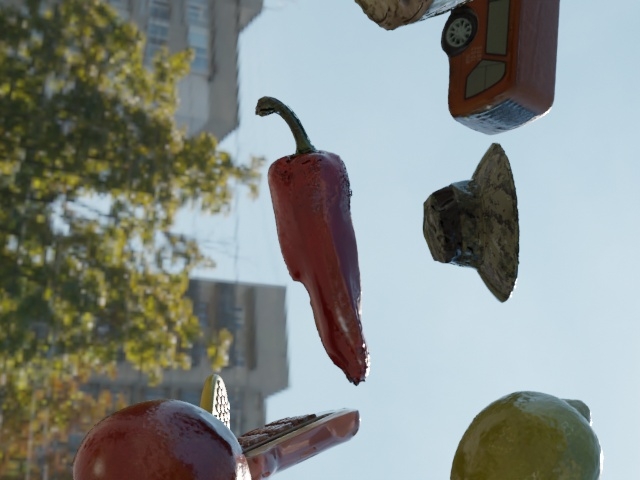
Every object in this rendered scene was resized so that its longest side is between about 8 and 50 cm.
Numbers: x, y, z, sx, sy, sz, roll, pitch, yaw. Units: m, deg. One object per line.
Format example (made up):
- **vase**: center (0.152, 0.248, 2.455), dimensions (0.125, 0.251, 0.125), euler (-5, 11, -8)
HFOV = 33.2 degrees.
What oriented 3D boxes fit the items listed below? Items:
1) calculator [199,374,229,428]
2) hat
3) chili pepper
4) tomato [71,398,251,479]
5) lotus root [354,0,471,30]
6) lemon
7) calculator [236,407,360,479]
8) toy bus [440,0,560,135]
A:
- **calculator**: center (-0.177, 0.333, 1.778), dimensions (0.146, 0.032, 0.235), euler (78, 9, -49)
- **hat**: center (0.233, -0.025, 1.728), dimensions (0.265, 0.128, 0.266), euler (175, -90, -87)
- **chili pepper**: center (0.000, 0.000, 1.370), dimensions (0.110, 0.110, 0.388), euler (4, -72, 63)
- **tomato**: center (-0.171, 0.268, 1.273), dimensions (0.200, 0.233, 0.140), euler (36, -89, 26)
- **lotus root**: center (0.082, -0.224, 0.831), dimensions (0.159, 0.135, 0.095), euler (47, -29, 48)
- **lemon**: center (0.256, 0.297, 1.369), dimensions (0.248, 0.184, 0.184), euler (-51, -154, -10)
- **calculator**: center (-0.075, 0.301, 1.569), dimensions (0.329, 0.220, 0.048), euler (-22, -90, 64)
- **toy bus**: center (0.182, -0.310, 1.046), dimensions (0.092, 0.093, 0.409), euler (-3, -102, 41)
